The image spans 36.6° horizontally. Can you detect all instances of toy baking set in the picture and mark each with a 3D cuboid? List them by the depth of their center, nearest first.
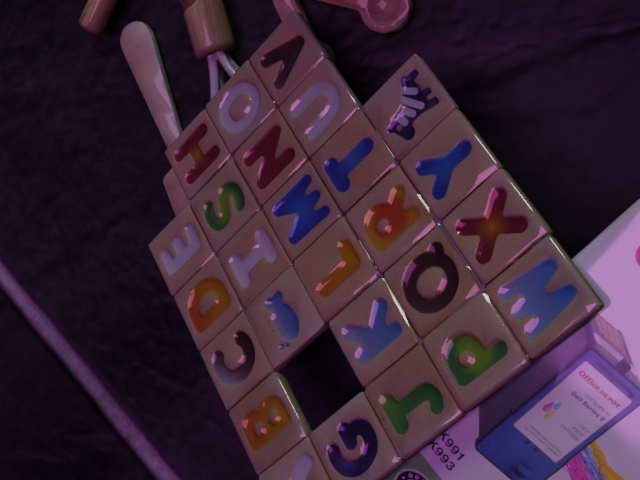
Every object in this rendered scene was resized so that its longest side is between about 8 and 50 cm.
[{"bbox_3d":[-0.058,-0.137,0.569,0.197,0.030,0.256,42,110,17],"label":"toy baking set"}]

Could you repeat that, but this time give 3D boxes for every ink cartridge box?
[{"bbox_3d":[0.137,0.099,0.457,0.212,0.093,0.154,-45,74,20],"label":"ink cartridge box"}]

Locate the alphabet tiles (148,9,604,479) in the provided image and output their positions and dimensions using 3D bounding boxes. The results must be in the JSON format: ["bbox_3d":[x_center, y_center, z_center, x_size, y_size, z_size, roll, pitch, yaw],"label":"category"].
[{"bbox_3d":[0.000,0.000,0.497,0.198,0.009,0.237,-44,59,23],"label":"alphabet tiles"}]
